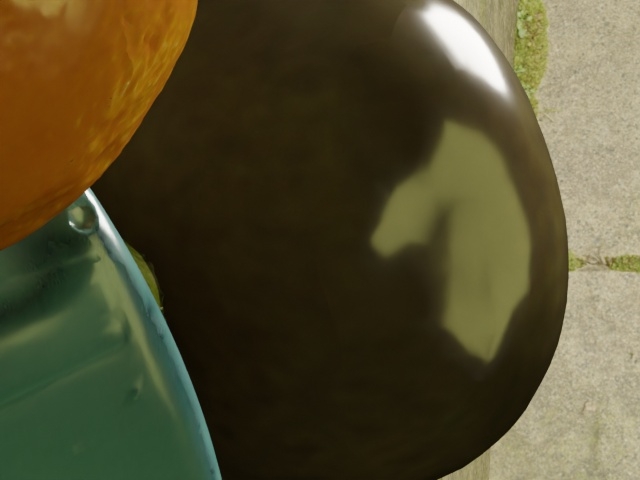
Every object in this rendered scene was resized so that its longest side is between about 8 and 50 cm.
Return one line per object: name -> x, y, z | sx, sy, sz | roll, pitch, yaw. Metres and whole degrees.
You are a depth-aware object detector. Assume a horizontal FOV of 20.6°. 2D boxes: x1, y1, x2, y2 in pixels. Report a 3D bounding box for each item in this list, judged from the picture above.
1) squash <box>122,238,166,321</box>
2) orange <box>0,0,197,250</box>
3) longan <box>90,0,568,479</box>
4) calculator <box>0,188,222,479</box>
squash -> -0.167, 0.032, 0.919 | 0.187, 0.123, 0.123 | 29, 62, -71
orange -> -0.170, -0.108, 0.652 | 0.246, 0.246, 0.246 | 0, 90, -76
longan -> 0.000, 0.000, 1.176 | 0.361, 0.361, 0.360 | 0, 90, -76
calculator -> -0.149, 0.174, 0.819 | 0.256, 0.054, 0.386 | -26, 121, -30
